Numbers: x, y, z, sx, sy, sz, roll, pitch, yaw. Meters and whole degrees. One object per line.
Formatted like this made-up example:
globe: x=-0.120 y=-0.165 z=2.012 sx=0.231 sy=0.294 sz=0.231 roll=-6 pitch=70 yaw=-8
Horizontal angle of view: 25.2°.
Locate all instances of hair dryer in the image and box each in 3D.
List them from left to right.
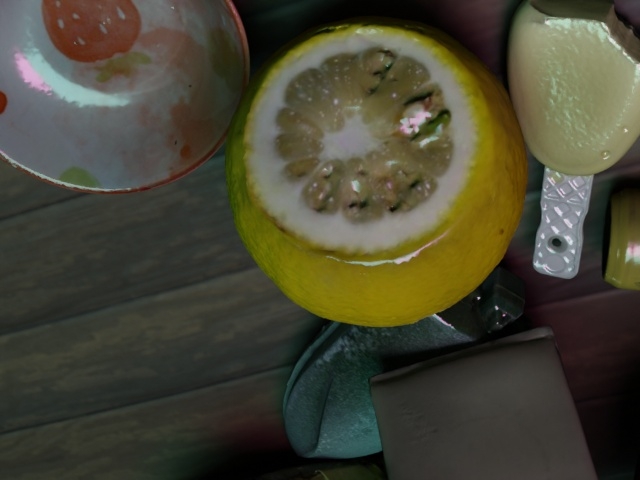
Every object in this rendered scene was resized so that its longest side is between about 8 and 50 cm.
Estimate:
hair dryer: x=0.310 y=0.074 z=1.273 sx=0.135 sy=0.090 sz=0.278 roll=4 pitch=132 yaw=5

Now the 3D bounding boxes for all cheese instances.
cheese: x=0.210 y=-0.078 z=1.175 sx=0.127 sy=0.050 sz=0.255 roll=10 pitch=124 yaw=15

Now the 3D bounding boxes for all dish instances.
dish: x=-0.182 y=-0.167 z=1.166 sx=0.260 sy=0.085 sz=0.260 roll=3 pitch=126 yaw=4

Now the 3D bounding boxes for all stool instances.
stool: x=0.171 y=0.254 z=1.252 sx=0.170 sy=0.243 sz=0.269 roll=-16 pitch=145 yaw=8

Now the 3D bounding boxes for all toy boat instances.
toy boat: x=0.059 y=0.120 z=1.337 sx=0.141 sy=0.092 sz=0.319 roll=30 pitch=132 yaw=-15

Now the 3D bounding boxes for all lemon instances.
lemon: x=0.047 y=-0.046 z=1.136 sx=0.240 sy=0.240 sz=0.219 roll=-1 pitch=164 yaw=9

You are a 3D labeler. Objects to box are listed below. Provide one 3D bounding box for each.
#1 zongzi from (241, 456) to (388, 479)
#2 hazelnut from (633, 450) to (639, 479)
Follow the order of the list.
zongzi: x=-0.034 y=0.297 z=1.475 sx=0.251 sy=0.274 sz=0.125 roll=-36 pitch=74 yaw=57
hazelnut: x=0.423 y=0.261 z=1.227 sx=0.366 sy=0.366 sz=0.365 roll=4 pitch=126 yaw=6
